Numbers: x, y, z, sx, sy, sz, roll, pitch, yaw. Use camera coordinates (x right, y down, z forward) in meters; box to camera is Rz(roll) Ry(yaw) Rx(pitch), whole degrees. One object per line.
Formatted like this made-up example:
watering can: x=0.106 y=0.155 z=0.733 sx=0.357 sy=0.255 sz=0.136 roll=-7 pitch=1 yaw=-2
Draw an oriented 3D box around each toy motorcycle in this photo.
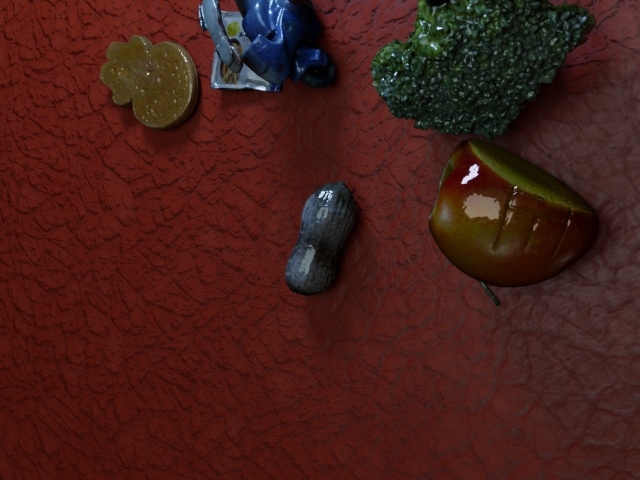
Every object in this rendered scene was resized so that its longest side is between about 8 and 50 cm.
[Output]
toy motorcycle: x=-0.119 y=-0.430 z=1.599 sx=0.240 sy=0.182 sz=0.319 roll=-21 pitch=78 yaw=-10

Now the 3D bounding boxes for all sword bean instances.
sword bean: x=0.303 y=0.086 z=1.479 sx=0.012 sy=0.012 sz=0.083 roll=-40 pitch=73 yaw=25

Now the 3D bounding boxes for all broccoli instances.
broccoli: x=0.268 y=-0.328 z=1.343 sx=0.277 sy=0.338 sz=0.318 roll=33 pitch=86 yaw=-4

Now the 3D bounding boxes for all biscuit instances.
biscuit: x=-0.396 y=-0.370 z=1.859 sx=0.288 sy=0.044 sz=0.202 roll=24 pitch=102 yaw=29

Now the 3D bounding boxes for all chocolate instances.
chocolate: x=0.000 y=0.000 z=1.601 sx=0.110 sy=0.110 sz=0.248 roll=24 pitch=107 yaw=28

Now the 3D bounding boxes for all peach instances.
peach: x=0.322 y=-0.035 z=1.350 sx=0.274 sy=0.249 sz=0.245 roll=21 pitch=138 yaw=11

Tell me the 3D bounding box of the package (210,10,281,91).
package: x=-0.155 y=-0.407 z=1.722 sx=0.173 sy=0.027 sz=0.171 roll=6 pitch=91 yaw=24
